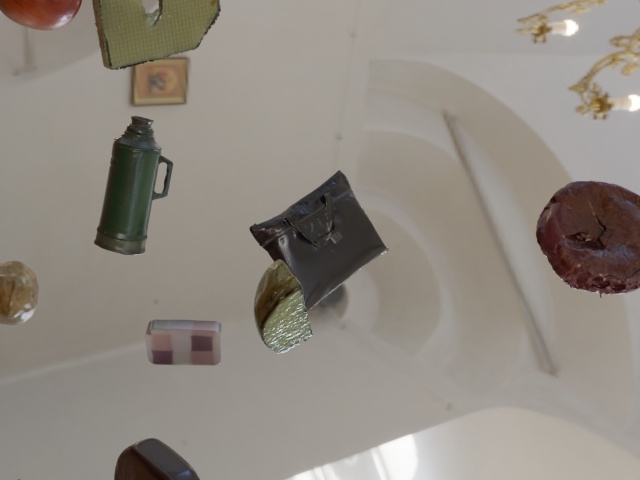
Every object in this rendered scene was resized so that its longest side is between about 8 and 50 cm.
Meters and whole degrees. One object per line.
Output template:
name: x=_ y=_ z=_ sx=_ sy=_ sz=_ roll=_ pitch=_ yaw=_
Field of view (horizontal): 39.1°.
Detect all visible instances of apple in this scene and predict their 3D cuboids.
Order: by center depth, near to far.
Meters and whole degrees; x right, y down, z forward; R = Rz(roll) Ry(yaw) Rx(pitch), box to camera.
apple: x=-0.460 y=-0.426 z=1.485 sx=0.163 sy=0.139 sz=0.163 roll=-50 pitch=-149 yaw=45

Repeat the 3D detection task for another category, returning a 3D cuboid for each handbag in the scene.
handbag: x=0.000 y=0.000 z=1.847 sx=0.211 sy=0.254 sz=0.088 roll=59 pitch=-25 yaw=-10

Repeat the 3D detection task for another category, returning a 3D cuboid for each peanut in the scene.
peanut: x=-0.535 y=0.090 z=1.554 sx=0.226 sy=0.095 sz=0.108 roll=-167 pitch=-89 yaw=-71

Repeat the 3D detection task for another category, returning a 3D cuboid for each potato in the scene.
potato: x=-0.075 y=0.082 z=1.338 sx=0.120 sy=0.081 sz=0.149 roll=58 pitch=-13 yaw=33

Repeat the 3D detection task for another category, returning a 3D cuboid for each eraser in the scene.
eraser: x=-0.192 y=0.145 z=1.276 sx=0.026 sy=0.105 sz=0.065 roll=-92 pitch=-177 yaw=-57

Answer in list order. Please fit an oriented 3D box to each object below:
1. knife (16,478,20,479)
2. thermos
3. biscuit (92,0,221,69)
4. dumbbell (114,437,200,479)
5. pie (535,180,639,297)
knife: x=-0.439 y=0.376 z=1.253 sx=0.021 sy=0.046 sz=0.222 roll=31 pitch=-37 yaw=-2
thermos: x=-0.261 y=-0.078 z=1.262 sx=0.083 sy=0.073 sz=0.188 roll=14 pitch=-79 yaw=7
biscuit: x=-0.293 y=-0.408 z=1.637 sx=0.046 sy=0.250 sz=0.147 roll=26 pitch=-49 yaw=47
dumbbell: x=-0.215 y=0.275 z=0.800 sx=0.140 sy=0.225 sz=0.124 roll=23 pitch=-61 yaw=44
pie: x=0.390 y=-0.006 z=1.249 sx=0.182 sy=0.182 sz=0.050 roll=59 pitch=-17 yaw=26
